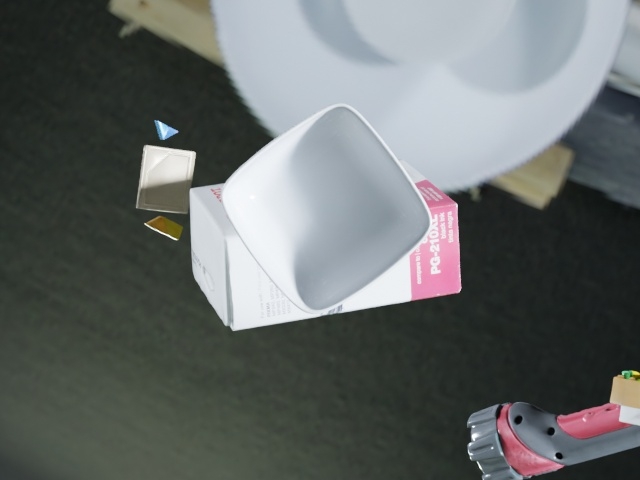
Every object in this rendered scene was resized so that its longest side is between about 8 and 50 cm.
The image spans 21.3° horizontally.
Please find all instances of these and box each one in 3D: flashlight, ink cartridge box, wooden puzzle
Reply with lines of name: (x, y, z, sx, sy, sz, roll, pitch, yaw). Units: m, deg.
flashlight: (0.329, 0.216, 2.075, 0.304, 0.103, 0.103, -23, -46, 30)
ink cartridge box: (0.000, 0.000, 1.708, 0.237, 0.172, 0.100, -9, -70, -14)
wooden puzzle: (-0.165, -0.064, 1.811, 0.078, 0.116, 0.014, 15, -4, -44)

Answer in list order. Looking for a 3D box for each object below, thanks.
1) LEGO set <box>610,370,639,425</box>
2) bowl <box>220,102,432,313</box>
LEGO set: (0.351, 0.128, 1.391, 0.287, 0.132, 0.107, -139, -142, -64)
bowl: (0.006, -0.026, 1.398, 0.142, 0.053, 0.142, -36, -89, 6)
